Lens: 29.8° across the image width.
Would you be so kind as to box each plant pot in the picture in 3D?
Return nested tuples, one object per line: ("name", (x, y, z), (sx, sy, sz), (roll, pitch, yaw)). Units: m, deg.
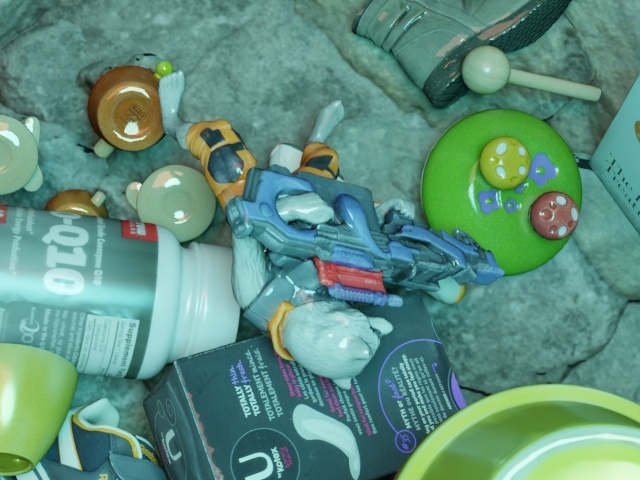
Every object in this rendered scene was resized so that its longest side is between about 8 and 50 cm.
("plant pot", (-0.304, 0.169, 1.150), (0.134, 0.134, 0.095), (-2, 59, 1))
("plant pot", (0.161, 0.209, 0.771), (0.254, 0.239, 0.254), (0, 75, 1))

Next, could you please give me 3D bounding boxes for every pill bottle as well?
("pill bottle", (-0.232, 0.055, 1.215), (0.283, 0.161, 0.161), (7, 75, -15))

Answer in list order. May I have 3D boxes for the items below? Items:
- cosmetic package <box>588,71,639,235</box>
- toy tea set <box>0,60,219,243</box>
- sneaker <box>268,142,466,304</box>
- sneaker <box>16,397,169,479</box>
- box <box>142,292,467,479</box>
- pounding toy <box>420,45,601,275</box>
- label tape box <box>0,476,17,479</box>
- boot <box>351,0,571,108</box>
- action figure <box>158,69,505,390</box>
("cosmetic package", (0.429, 0.008, 1.180), (0.097, 0.284, 0.377), (-31, 76, -7))
("toy tea set", (-0.285, -0.070, 1.322), (0.336, 0.124, 0.200), (-15, 105, -6))
("sneaker", (0.031, 0.010, 1.293), (0.262, 0.099, 0.121), (33, 85, 17))
("sneaker", (-0.193, 0.268, 1.154), (0.127, 0.126, 0.321), (-34, 48, -11))
("box", (-0.012, 0.176, 1.170), (0.270, 0.143, 0.165), (-13, 72, -27))
("pounding toy", (0.215, -0.079, 1.264), (0.183, 0.110, 0.237), (15, 86, -13))
("label tape box", (-0.395, 0.335, 1.196), (0.249, 0.115, 0.347), (-33, 78, -8))
("boot", (0.167, -0.278, 1.370), (0.246, 0.083, 0.161), (-38, 72, -10))
("action figure", (0.000, 0.000, 1.153), (0.178, 0.341, 0.330), (-46, 44, 30))
